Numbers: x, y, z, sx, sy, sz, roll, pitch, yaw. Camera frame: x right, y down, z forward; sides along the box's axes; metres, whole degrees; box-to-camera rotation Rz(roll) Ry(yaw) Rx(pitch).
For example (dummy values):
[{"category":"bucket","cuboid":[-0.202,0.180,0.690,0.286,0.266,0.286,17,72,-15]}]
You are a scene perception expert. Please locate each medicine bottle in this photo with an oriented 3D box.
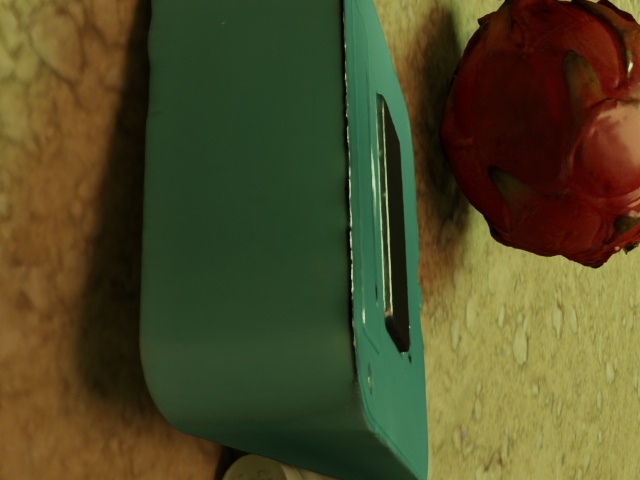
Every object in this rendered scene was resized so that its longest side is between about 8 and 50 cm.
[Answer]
[{"category":"medicine bottle","cuboid":[-0.015,0.135,0.635,0.083,0.047,0.047,33,62,-58]}]

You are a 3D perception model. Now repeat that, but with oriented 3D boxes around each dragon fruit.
[{"category":"dragon fruit","cuboid":[0.169,-0.076,0.851,0.209,0.172,0.172,57,33,-2]}]

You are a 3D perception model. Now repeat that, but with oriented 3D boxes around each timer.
[{"category":"timer","cuboid":[0.000,0.000,0.619,0.250,0.091,0.232,52,34,-65]}]
